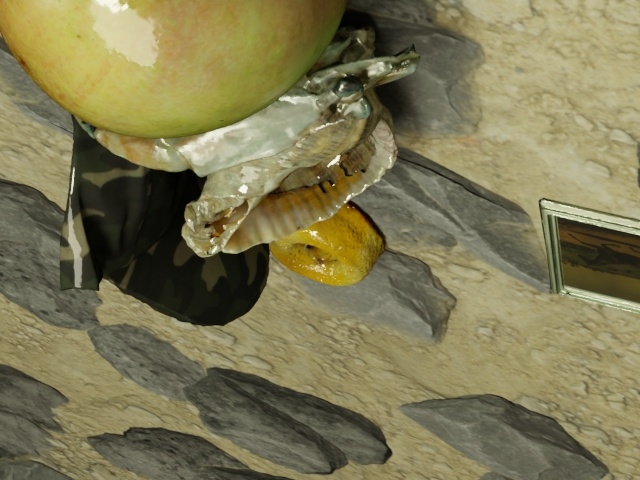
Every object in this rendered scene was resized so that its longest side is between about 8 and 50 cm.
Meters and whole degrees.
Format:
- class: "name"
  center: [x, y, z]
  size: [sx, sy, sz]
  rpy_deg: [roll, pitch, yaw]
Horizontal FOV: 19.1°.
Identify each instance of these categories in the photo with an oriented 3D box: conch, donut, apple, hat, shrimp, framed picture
- class: "conch"
  center: [-0.040, -0.118, 1.923]
  size: [0.291, 0.159, 0.210]
  rpy_deg: [-39, 160, 28]
- class: "donut"
  center: [0.000, 0.000, 2.235]
  size: [0.152, 0.058, 0.152]
  rpy_deg: [18, 156, 8]
- class: "apple"
  center: [-0.137, -0.234, 1.606]
  size: [0.319, 0.319, 0.277]
  rpy_deg: [31, 140, -16]
- class: "hat"
  center: [-0.166, -0.087, 2.051]
  size: [0.382, 0.366, 0.257]
  rpy_deg: [11, 138, -37]
- class: "shrimp"
  center: [-0.079, -0.180, 1.782]
  size: [0.360, 0.246, 0.085]
  rpy_deg: [0, 170, 20]
- class: "framed picture"
  center: [0.363, 0.037, 2.063]
  size: [0.252, 0.014, 0.197]
  rpy_deg: [13, 153, 19]
